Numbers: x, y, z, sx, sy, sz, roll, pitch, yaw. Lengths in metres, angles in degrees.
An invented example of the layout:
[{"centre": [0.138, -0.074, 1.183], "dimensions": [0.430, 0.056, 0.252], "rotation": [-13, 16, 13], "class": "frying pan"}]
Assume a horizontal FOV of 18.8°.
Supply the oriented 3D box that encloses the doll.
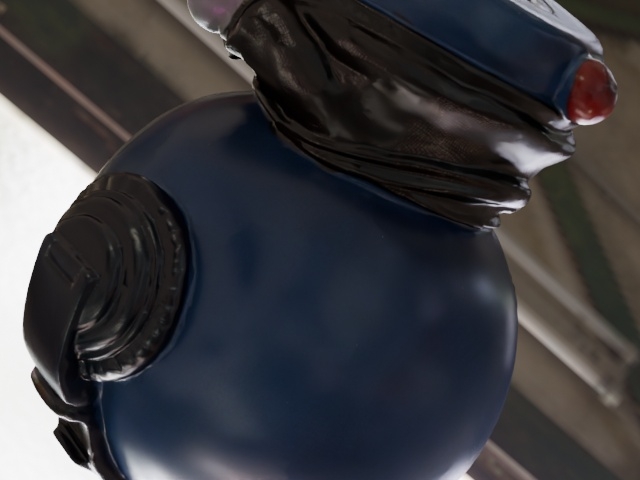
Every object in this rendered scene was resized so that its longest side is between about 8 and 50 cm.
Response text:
[{"centre": [0.000, 0.000, 0.934], "dimensions": [0.240, 0.284, 0.310], "rotation": [43, -72, 39], "class": "doll"}]
